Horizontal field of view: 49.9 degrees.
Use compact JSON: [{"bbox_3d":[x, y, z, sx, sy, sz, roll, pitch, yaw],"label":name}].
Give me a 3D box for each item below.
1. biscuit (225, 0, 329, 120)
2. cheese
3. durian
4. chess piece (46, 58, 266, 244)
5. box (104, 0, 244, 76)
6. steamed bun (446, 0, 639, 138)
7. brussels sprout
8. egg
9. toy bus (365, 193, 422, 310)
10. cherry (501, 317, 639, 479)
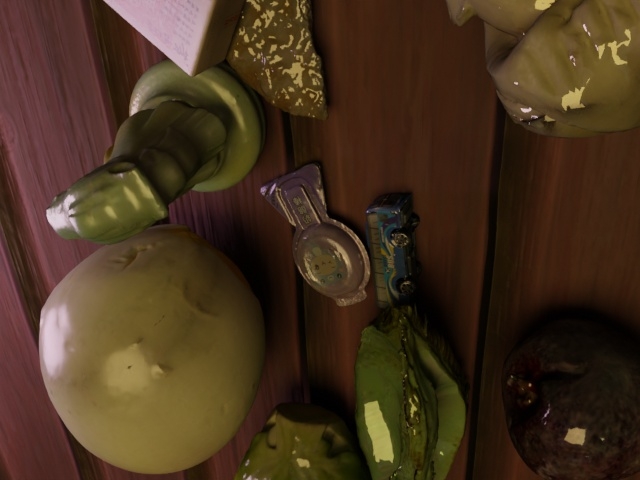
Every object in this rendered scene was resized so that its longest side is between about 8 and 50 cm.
[{"bbox_3d":[-0.072,-0.269,0.744,0.141,0.038,0.290,0,118,20],"label":"biscuit"},{"bbox_3d":[0.000,0.000,0.877,0.105,0.042,0.191,-22,102,32],"label":"cheese"},{"bbox_3d":[0.095,0.222,0.877,0.163,0.198,0.395,15,134,20],"label":"durian"},{"bbox_3d":[-0.181,-0.082,0.742,0.175,0.298,0.176,8,122,13],"label":"chess piece"},{"bbox_3d":[-0.172,-0.290,0.719,0.201,0.058,0.141,42,139,6],"label":"box"},{"bbox_3d":[0.275,-0.226,0.523,0.394,0.237,0.347,34,107,35],"label":"steamed bun"},{"bbox_3d":[-0.020,0.366,1.018,0.219,0.210,0.272,0,105,15],"label":"brussels sprout"},{"bbox_3d":[-0.211,0.154,0.903,0.282,0.283,0.345,7,123,17],"label":"egg"},{"bbox_3d":[0.092,0.017,0.850,0.061,0.051,0.153,4,121,25],"label":"toy bus"},{"bbox_3d":[0.307,0.187,0.791,0.195,0.195,0.195,9,123,15],"label":"cherry"}]
